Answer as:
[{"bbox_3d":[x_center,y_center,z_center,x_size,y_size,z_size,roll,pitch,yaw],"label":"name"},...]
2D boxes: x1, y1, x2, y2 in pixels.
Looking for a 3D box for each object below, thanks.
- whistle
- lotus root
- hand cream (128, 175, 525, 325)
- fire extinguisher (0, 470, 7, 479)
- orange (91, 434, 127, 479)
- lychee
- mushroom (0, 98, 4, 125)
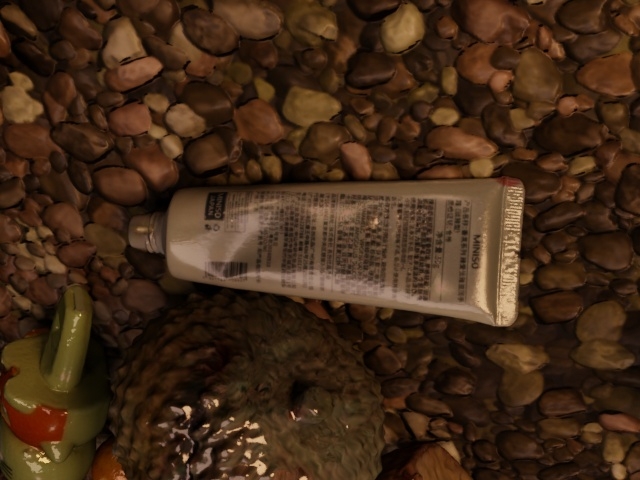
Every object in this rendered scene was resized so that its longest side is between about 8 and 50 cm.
[{"bbox_3d":[-0.267,0.158,1.114,0.106,0.131,0.288,2,133,-21],"label":"whistle"},{"bbox_3d":[0.106,0.286,1.094,0.074,0.260,0.170,-28,84,29],"label":"lotus root"},{"bbox_3d":[0.000,0.000,0.956,0.340,0.078,0.124,3,88,10],"label":"hand cream"},{"bbox_3d":[-0.366,0.298,1.241,0.114,0.135,0.337,-20,122,34],"label":"fire extinguisher"},{"bbox_3d":[-0.204,0.243,1.193,0.070,0.083,0.083,52,136,30],"label":"orange"},{"bbox_3d":[-0.073,0.167,0.995,0.255,0.255,0.274,45,139,-21],"label":"lychee"},{"bbox_3d":[-0.395,-0.102,0.858,0.290,0.297,0.297,-6,129,-11],"label":"mushroom"}]
